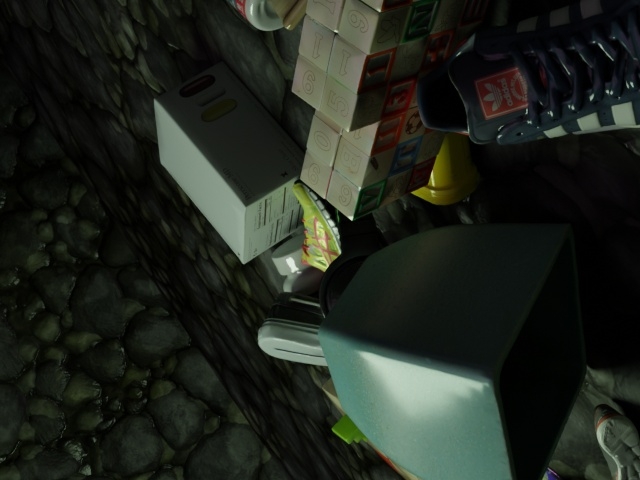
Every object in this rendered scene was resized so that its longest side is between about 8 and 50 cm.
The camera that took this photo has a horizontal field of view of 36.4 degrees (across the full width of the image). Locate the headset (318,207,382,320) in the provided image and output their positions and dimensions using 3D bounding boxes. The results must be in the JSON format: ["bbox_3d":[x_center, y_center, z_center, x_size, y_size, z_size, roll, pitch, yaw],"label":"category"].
[{"bbox_3d":[0.092,0.090,1.385,0.243,0.185,0.394,80,-178,-73],"label":"headset"}]

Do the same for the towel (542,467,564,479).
[{"bbox_3d":[0.350,0.369,1.484,0.083,0.009,0.060,37,151,42],"label":"towel"}]

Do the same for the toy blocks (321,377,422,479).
[{"bbox_3d":[0.171,0.353,1.675,0.381,0.191,0.261,26,155,55],"label":"toy blocks"}]

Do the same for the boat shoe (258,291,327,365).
[{"bbox_3d":[0.066,0.143,1.547,0.335,0.119,0.121,10,155,13],"label":"boat shoe"}]

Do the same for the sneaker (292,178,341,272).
[{"bbox_3d":[0.000,0.000,1.570,0.209,0.094,0.081,61,-167,-9],"label":"sneaker"}]

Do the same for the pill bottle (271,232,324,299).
[{"bbox_3d":[0.010,0.098,1.685,0.221,0.121,0.121,62,159,-14],"label":"pill bottle"}]

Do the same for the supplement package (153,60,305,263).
[{"bbox_3d":[-0.151,-0.132,1.673,0.262,0.145,0.204,49,158,18],"label":"supplement package"}]

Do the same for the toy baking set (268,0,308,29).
[{"bbox_3d":[-0.038,-0.374,1.115,0.196,0.030,0.256,30,123,22],"label":"toy baking set"}]

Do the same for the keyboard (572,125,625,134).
[{"bbox_3d":[0.296,-0.136,0.867,0.072,0.014,0.256,57,160,-15],"label":"keyboard"}]

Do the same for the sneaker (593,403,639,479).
[{"bbox_3d":[0.384,0.268,1.225,0.065,0.061,0.158,-103,-10,-67],"label":"sneaker"}]

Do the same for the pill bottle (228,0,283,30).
[{"bbox_3d":[-0.101,-0.367,1.271,0.180,0.108,0.108,46,157,25],"label":"pill bottle"}]

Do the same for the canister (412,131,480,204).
[{"bbox_3d":[0.121,-0.142,1.159,0.126,0.073,0.170,33,147,45],"label":"canister"}]

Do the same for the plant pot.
[{"bbox_3d":[0.146,0.132,1.138,0.252,0.247,0.248,8,134,30],"label":"plant pot"}]

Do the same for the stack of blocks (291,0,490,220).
[{"bbox_3d":[0.063,-0.169,0.980,0.087,0.171,0.297,41,136,29],"label":"stack of blocks"}]

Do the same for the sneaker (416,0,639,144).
[{"bbox_3d":[0.205,-0.140,0.835,0.350,0.148,0.131,-9,99,66],"label":"sneaker"}]
